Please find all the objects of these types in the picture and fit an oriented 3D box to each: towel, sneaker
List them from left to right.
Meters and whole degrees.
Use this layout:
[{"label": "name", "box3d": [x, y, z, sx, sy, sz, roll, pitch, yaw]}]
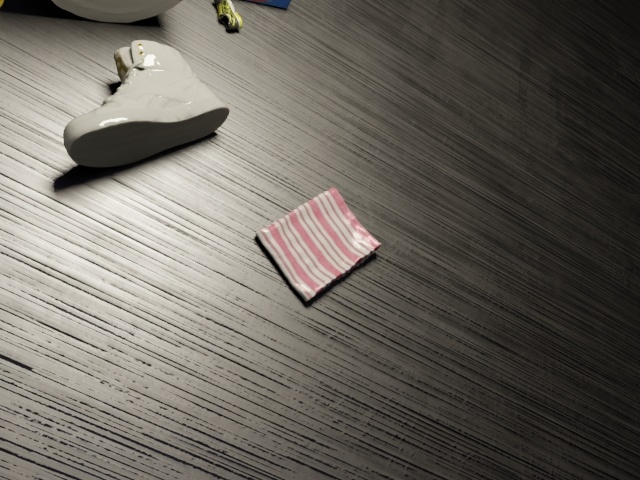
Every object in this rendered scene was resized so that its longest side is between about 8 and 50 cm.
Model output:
[{"label": "sneaker", "box3d": [-0.301, -0.222, 0.985, 0.169, 0.108, 0.292, 52, 41, 9]}, {"label": "sneaker", "box3d": [-0.186, -0.446, 1.224, 0.035, 0.031, 0.083, -31, 81, -38]}, {"label": "towel", "box3d": [0.000, 0.000, 1.065, 0.197, 0.029, 0.144, -33, 81, -39]}]

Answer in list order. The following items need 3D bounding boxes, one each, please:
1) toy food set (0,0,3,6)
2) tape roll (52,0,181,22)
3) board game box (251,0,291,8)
[{"label": "toy food set", "box3d": [-0.556, -0.421, 0.962, 0.128, 0.071, 0.218, -25, 85, 0]}, {"label": "tape roll", "box3d": [-0.326, -0.487, 1.006, 0.286, 0.286, 0.100, -6, 65, -32]}, {"label": "board game box", "box3d": [-0.154, -0.594, 1.322, 0.160, 0.047, 0.210, 1, 62, -29]}]
